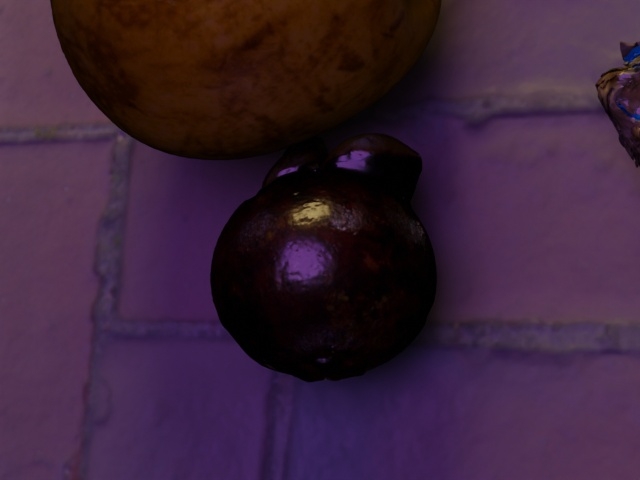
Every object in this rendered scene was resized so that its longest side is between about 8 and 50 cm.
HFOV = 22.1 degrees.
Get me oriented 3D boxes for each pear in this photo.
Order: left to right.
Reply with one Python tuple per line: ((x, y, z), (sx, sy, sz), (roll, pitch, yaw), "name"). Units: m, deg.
((-0.054, -0.193, 1.173), (0.281, 0.281, 0.280), (-5, 77, 20), "pear")

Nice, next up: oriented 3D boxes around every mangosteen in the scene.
((0.005, 0.009, 1.161), (0.173, 0.172, 0.184), (11, 82, 23), "mangosteen")

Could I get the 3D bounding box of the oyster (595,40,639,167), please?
((0.320, -0.113, 1.108), (0.260, 0.092, 0.198), (-2, 82, 18), "oyster")
